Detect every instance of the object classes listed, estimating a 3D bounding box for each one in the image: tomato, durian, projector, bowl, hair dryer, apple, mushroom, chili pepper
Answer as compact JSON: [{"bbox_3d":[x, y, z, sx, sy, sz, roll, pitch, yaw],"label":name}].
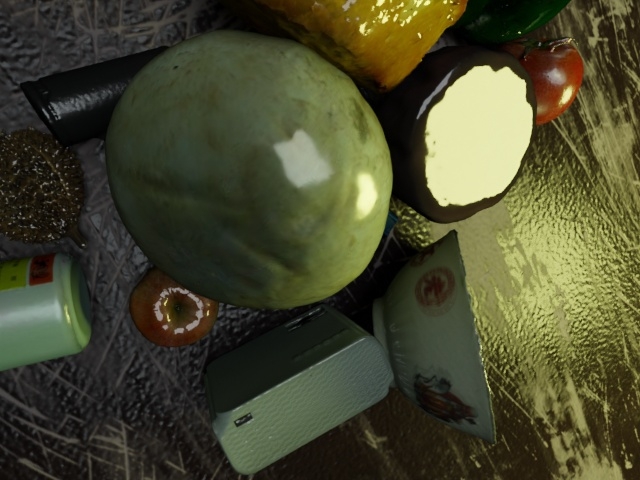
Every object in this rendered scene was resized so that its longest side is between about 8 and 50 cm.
[{"bbox_3d":[0.386,-0.288,0.829,0.167,0.167,0.167,-2,97,-20],"label":"tomato"},{"bbox_3d":[-0.379,-0.061,0.602,0.148,0.091,0.188,-39,109,-14],"label":"durian"},{"bbox_3d":[-0.042,0.211,0.697,0.250,0.198,0.108,-26,104,-15],"label":"projector"},{"bbox_3d":[0.175,0.160,0.753,0.157,0.337,0.337,-11,101,14],"label":"bowl"},{"bbox_3d":[-0.255,-0.126,0.647,0.197,0.089,0.251,-31,120,-27],"label":"hair dryer"},{"bbox_3d":[-0.215,0.096,0.674,0.126,0.102,0.126,0,90,-21],"label":"apple"},{"bbox_3d":[-0.078,-0.074,0.564,0.352,0.352,0.260,47,35,-18],"label":"mushroom"},{"bbox_3d":[0.295,-0.460,0.717,0.233,0.257,0.248,-4,89,-16],"label":"chili pepper"}]

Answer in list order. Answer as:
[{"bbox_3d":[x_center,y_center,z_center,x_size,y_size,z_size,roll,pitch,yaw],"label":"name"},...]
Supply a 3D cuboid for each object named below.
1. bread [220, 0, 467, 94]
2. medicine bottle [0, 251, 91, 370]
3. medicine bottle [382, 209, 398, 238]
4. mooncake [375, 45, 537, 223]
[{"bbox_3d":[0.008,-0.334,0.576,0.337,0.358,0.204,30,101,23],"label":"bread"},{"bbox_3d":[-0.424,0.099,0.577,0.225,0.139,0.139,-11,100,-19],"label":"medicine bottle"},{"bbox_3d":[0.000,0.000,0.752,0.258,0.079,0.124,-40,105,-11],"label":"medicine bottle"},{"bbox_3d":[0.213,-0.175,0.749,0.283,0.141,0.283,-14,121,-25],"label":"mooncake"}]
